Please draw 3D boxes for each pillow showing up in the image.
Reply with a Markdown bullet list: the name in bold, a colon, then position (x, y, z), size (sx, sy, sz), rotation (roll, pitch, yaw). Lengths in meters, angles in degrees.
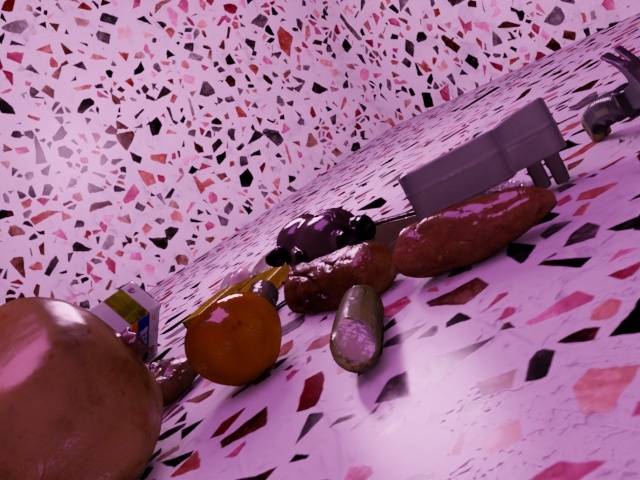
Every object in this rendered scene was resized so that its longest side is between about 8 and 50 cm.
- **pillow**: position (-0.141, 0.059, 1.850), size (0.130, 0.038, 0.233), rotation (-46, 11, -11)

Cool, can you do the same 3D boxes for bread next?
- **bread**: position (0.010, 0.070, 1.205), size (0.124, 0.084, 0.344), rotation (-37, 11, -32)

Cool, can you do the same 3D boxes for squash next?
- **squash**: position (0.051, 0.114, 0.899), size (0.069, 0.069, 0.239), rotation (-30, 9, 13)

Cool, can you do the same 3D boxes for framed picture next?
- **framed picture**: position (0.084, 0.015, 1.433), size (0.247, 0.022, 0.335), rotation (-38, 12, -31)

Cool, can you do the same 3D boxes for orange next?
- **orange**: position (-0.133, 0.158, 1.049), size (0.159, 0.136, 0.159), rotation (-33, -10, -6)

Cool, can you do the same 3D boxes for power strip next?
- **power strip**: position (0.273, -0.109, 1.098), size (0.261, 0.141, 0.229), rotation (-27, 0, 10)

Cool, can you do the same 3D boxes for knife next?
- **knife**: position (-0.264, 0.122, 1.977), size (0.081, 0.043, 0.336), rotation (-49, 8, -14)

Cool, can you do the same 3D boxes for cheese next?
- **cheese**: position (0.302, -0.098, 1.243), size (0.127, 0.050, 0.255), rotation (-35, 17, -17)

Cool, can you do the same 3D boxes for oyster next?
- **oyster**: position (-0.401, 0.283, 1.451), size (0.200, 0.061, 0.106), rotation (-20, 14, 20)

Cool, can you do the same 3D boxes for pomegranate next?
- **pomegranate**: position (-0.387, 0.235, 0.947), size (0.333, 0.332, 0.332), rotation (-31, 10, 6)

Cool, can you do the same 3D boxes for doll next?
- **doll**: position (0.000, -0.002, 1.368), size (0.182, 0.117, 0.257), rotation (-37, 12, -35)

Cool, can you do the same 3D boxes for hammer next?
- **hammer**: position (0.484, -0.219, 1.083), size (0.041, 0.158, 0.226), rotation (-30, -3, 0)

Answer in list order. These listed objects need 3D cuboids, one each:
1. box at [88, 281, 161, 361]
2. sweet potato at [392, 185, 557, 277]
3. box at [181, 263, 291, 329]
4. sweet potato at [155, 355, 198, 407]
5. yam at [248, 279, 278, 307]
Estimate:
- **box**: position (-0.521, 0.261, 1.559), size (0.299, 0.106, 0.200), rotation (-38, -24, -40)
- **sweet potato**: position (0.217, -0.018, 0.964), size (0.252, 0.097, 0.097), rotation (-28, 10, 30)
- **box**: position (-0.207, 0.144, 1.646), size (0.279, 0.041, 0.153), rotation (-23, 14, 40)
- **sweet potato**: position (-0.258, 0.246, 1.220), size (0.067, 0.067, 0.274), rotation (-21, 12, 47)
- **yam**: position (-0.128, 0.138, 1.349), size (0.068, 0.068, 0.169), rotation (-29, 14, 15)
